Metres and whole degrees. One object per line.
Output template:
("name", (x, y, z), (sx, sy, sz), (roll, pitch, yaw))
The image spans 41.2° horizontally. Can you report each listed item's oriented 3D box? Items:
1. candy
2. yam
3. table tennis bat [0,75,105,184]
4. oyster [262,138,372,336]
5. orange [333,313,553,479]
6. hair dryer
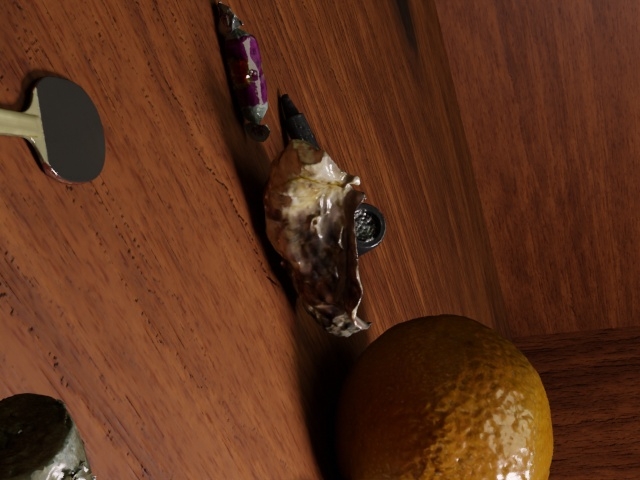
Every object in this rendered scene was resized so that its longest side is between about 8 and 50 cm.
("candy", (-0.091, -0.205, 1.038), (0.043, 0.045, 0.175), (-25, 111, -36))
("yam", (-0.174, 0.193, 0.521), (0.107, 0.107, 0.183), (-36, 115, -70))
("table tennis bat", (-0.210, -0.087, 0.661), (0.156, 0.013, 0.087), (-6, 89, -73))
("oyster", (-0.009, 0.005, 1.076), (0.271, 0.100, 0.275), (64, -20, -10))
("orange", (0.177, 0.265, 1.235), (0.357, 0.322, 0.322), (-68, 146, -62))
("hair dryer", (0.003, -0.092, 1.179), (0.255, 0.070, 0.128), (64, -18, 0))
